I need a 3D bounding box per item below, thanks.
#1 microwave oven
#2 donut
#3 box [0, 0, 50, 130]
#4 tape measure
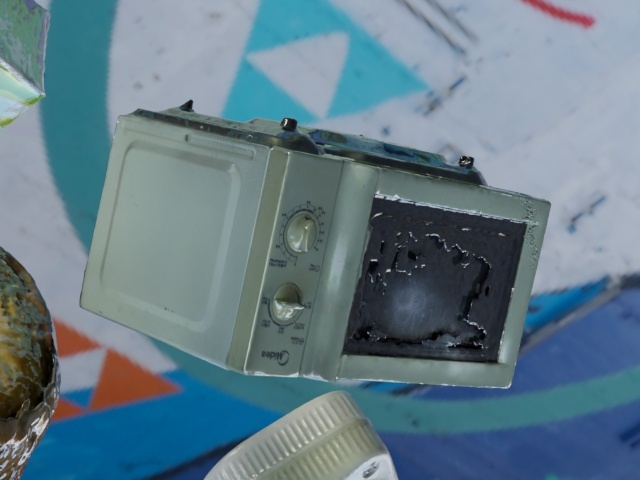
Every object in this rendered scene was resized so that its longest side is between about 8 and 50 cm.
[{"bbox_3d":[0.000,0.000,1.389,0.355,0.219,0.286,8,-173,-43],"label":"microwave oven"},{"bbox_3d":[-0.373,0.104,1.339,0.317,0.150,0.299,47,-157,20],"label":"donut"},{"bbox_3d":[-0.334,-0.143,0.953,0.260,0.194,0.111,38,-153,-36],"label":"box"},{"bbox_3d":[-0.020,0.307,1.680,0.133,0.231,0.271,54,174,24],"label":"tape measure"}]
